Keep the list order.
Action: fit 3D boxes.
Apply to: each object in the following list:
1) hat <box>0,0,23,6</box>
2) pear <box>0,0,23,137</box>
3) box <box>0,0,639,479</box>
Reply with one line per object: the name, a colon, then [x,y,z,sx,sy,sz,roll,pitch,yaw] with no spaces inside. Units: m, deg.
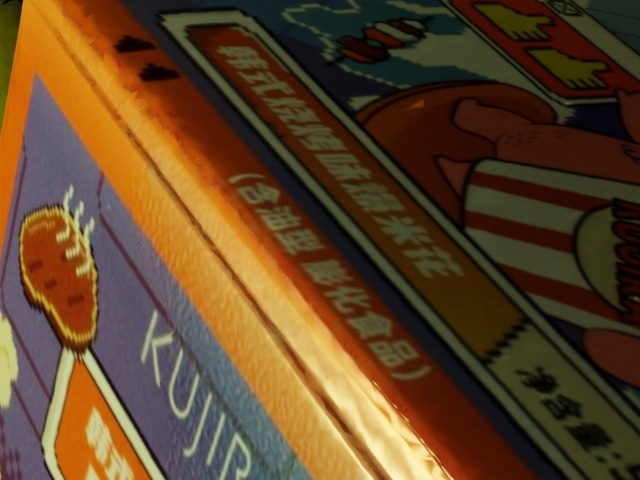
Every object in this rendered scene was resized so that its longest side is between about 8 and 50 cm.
hat: [-0.129,-0.145,0.986,0.129,0.140,0.227,35,137,59]
pear: [-0.257,-0.077,1.063,0.253,0.253,0.307,-16,96,55]
box: [0.089,0.095,0.532,0.348,0.319,0.256,52,134,43]
